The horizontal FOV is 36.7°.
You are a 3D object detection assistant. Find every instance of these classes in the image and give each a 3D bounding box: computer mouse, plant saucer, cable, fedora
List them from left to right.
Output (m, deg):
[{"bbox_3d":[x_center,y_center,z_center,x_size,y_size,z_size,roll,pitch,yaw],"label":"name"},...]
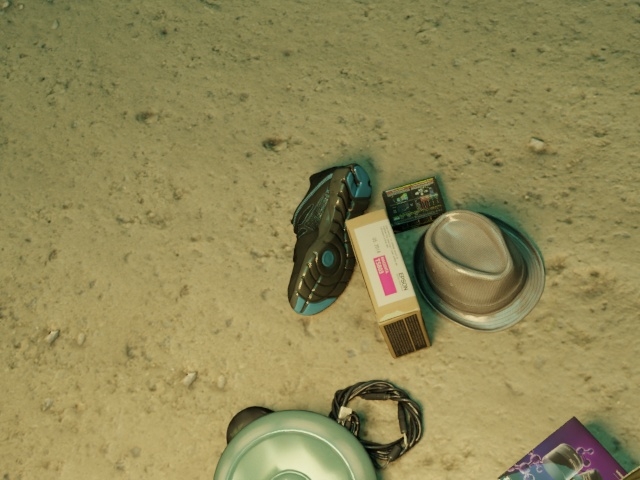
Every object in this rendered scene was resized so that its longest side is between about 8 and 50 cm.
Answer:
[{"bbox_3d":[-0.069,0.385,1.822,0.272,0.072,0.188,10,82,24],"label":"computer mouse"},{"bbox_3d":[-0.051,0.469,1.756,0.317,0.044,0.317,-1,83,10],"label":"plant saucer"},{"bbox_3d":[0.103,0.336,1.847,0.150,0.047,0.184,-45,61,-10],"label":"cable"},{"bbox_3d":[0.307,0.037,1.914,0.244,0.124,0.275,-39,61,-8],"label":"fedora"}]

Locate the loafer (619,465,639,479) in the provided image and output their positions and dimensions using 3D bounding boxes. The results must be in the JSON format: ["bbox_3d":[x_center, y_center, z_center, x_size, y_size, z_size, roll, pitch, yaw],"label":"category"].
[{"bbox_3d":[0.492,0.446,1.563,0.251,0.087,0.094,-39,62,-10],"label":"loafer"}]

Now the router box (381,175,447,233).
[{"bbox_3d":[0.199,-0.075,2.047,0.122,0.038,0.092,-15,61,4],"label":"router box"}]

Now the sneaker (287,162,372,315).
[{"bbox_3d":[0.000,0.000,2.029,0.139,0.125,0.341,1,62,44],"label":"sneaker"}]

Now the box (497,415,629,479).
[{"bbox_3d":[0.460,0.468,1.668,0.184,0.103,0.261,-38,61,-5],"label":"box"}]

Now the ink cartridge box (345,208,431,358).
[{"bbox_3d":[0.134,0.086,1.888,0.088,0.193,0.235,-18,61,3],"label":"ink cartridge box"}]
